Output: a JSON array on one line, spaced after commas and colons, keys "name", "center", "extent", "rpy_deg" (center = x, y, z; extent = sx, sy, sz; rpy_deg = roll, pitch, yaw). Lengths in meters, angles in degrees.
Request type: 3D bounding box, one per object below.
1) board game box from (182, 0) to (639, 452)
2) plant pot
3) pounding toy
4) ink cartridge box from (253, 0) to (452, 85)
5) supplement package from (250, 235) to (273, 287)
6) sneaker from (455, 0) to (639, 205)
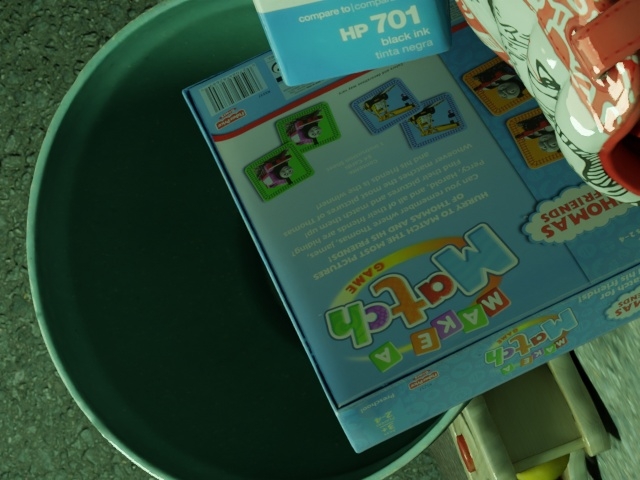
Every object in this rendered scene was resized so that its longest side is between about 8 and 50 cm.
[{"name": "board game box", "center": [0.045, -0.027, 0.677], "extent": [0.039, 0.160, 0.211], "rpy_deg": [67, 177, -47]}, {"name": "plant pot", "center": [0.000, 0.000, 0.929], "extent": [0.293, 0.293, 0.196], "rpy_deg": [65, -159, 9]}, {"name": "pounding toy", "center": [0.105, 0.146, 1.088], "extent": [0.269, 0.155, 0.154], "rpy_deg": [102, 147, -85]}, {"name": "ink cartridge box", "center": [-0.004, -0.185, 0.645], "extent": [0.139, 0.082, 0.191], "rpy_deg": [-88, -16, -45]}, {"name": "supplement package", "center": [-0.014, -0.073, 1.197], "extent": [0.293, 0.175, 0.177], "rpy_deg": [164, 82, -87]}, {"name": "sneaker", "center": [0.060, -0.118, 0.364], "extent": [0.145, 0.090, 0.270], "rpy_deg": [62, 179, 38]}]
